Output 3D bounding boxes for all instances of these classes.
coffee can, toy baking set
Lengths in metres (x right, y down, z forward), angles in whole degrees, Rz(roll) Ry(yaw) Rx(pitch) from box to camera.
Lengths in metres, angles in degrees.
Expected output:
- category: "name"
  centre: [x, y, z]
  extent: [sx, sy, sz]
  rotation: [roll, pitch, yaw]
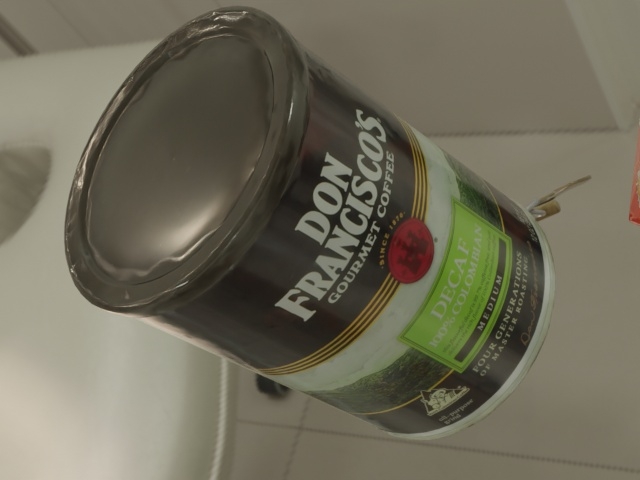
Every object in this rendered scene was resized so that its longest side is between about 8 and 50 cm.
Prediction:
- category: "coffee can"
  centre: [0.000, 0.000, 0.759]
  extent: [0.201, 0.275, 0.201]
  rotation: [-24, 52, 35]
- category: "toy baking set"
  centre: [0.200, -0.012, 1.292]
  extent: [0.256, 0.197, 0.030]
  rotation: [-23, 85, 20]

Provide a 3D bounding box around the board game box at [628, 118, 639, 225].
- category: "board game box"
  centre: [0.440, -0.119, 0.973]
  extent: [0.316, 0.064, 0.242]
  rotation: [4, 97, -6]
